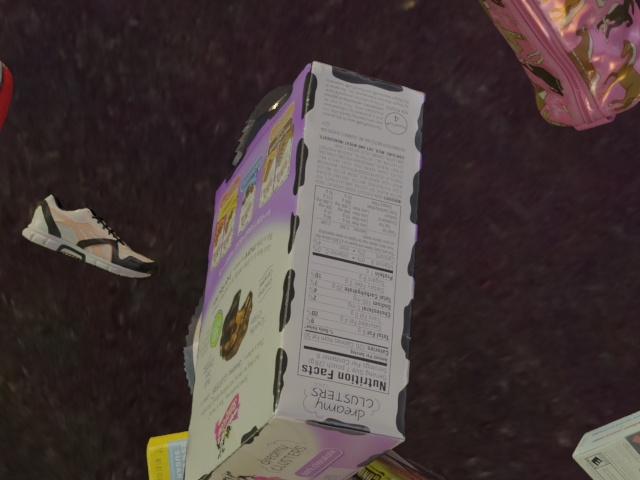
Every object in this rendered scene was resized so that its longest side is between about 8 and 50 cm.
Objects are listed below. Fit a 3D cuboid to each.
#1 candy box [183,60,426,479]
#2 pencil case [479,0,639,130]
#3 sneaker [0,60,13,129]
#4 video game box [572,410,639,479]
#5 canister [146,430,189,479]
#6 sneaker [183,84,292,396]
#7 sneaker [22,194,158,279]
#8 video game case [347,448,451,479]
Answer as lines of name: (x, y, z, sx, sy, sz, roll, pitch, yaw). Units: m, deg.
candy box: (-0.011, 0.033, 0.822, 0.070, 0.165, 0.196, 13, 64, -17)
pencil case: (0.225, -0.276, 1.607, 0.167, 0.386, 0.160, -51, 46, -5)
sneaker: (-0.287, -0.006, 1.094, 0.107, 0.118, 0.279, 27, 92, 35)
video game box: (0.401, 0.260, 1.621, 0.205, 0.187, 0.048, 47, 50, -9)
canister: (-0.080, 0.241, 1.523, 0.170, 0.073, 0.126, -11, 74, 7)
sneaker: (0.000, 0.000, 1.134, 0.131, 0.112, 0.319, -14, 46, 27)
sneaker: (-0.175, -0.001, 1.190, 0.109, 0.040, 0.043, 23, 86, -3)
video game case: (0.118, 0.231, 1.215, 0.275, 0.248, 0.035, 32, 89, -32)
